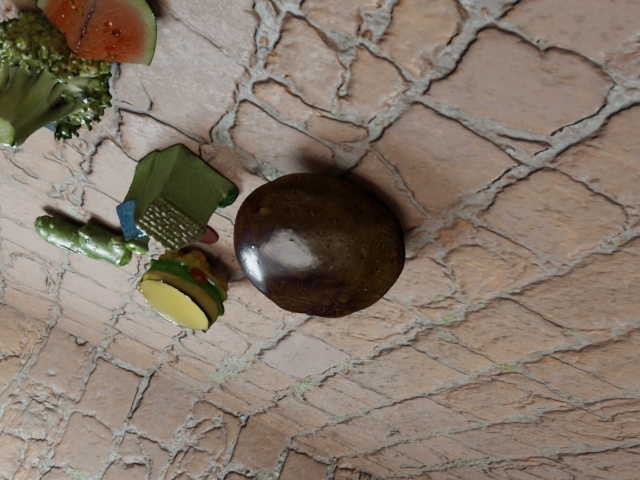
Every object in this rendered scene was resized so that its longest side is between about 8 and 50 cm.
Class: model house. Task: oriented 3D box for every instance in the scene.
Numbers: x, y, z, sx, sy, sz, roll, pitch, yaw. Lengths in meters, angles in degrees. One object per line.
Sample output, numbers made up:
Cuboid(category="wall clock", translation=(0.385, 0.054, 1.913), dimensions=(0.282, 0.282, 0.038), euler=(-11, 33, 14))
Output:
Cuboid(category="model house", translation=(-0.313, -0.058, 1.612), dimensions=(0.214, 0.189, 0.195), euler=(-11, 137, 46))

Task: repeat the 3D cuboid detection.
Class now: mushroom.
Cuboid(category="mushroom", translation=(0.000, 0.020, 1.498), dimensions=(0.345, 0.239, 0.345), euler=(-3, 165, -1))

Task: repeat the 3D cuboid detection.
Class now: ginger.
Cuboid(category="ginger", translation=(-0.625, -0.005, 2.069), dimensions=(0.289, 0.089, 0.137), euler=(15, 171, 24))

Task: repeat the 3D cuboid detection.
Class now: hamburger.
Cuboid(category="hamburger", translation=(-0.339, 0.118, 2.006), dimensions=(0.237, 0.149, 0.237), euler=(20, 147, 14))

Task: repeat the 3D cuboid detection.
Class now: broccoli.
Cuboid(category="broccoli", translation=(-0.462, -0.246, 1.305), dimensions=(0.262, 0.243, 0.247), euler=(6, 137, 19))

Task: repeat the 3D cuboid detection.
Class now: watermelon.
Cuboid(category="watermelon", translation=(-0.347, -0.354, 1.197), dimensions=(0.145, 0.137, 0.193), euler=(50, 166, 28))

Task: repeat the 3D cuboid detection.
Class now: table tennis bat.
Cuboid(category="table tennis bat", translation=(-0.317, -0.028, 1.859), dimensions=(0.154, 0.019, 0.098), euler=(21, 154, -4))

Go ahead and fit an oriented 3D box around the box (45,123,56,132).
Cuboid(category="box", translation=(-0.527, -0.252, 1.556), dimensions=(0.099, 0.054, 0.074), euler=(29, 151, -13))
